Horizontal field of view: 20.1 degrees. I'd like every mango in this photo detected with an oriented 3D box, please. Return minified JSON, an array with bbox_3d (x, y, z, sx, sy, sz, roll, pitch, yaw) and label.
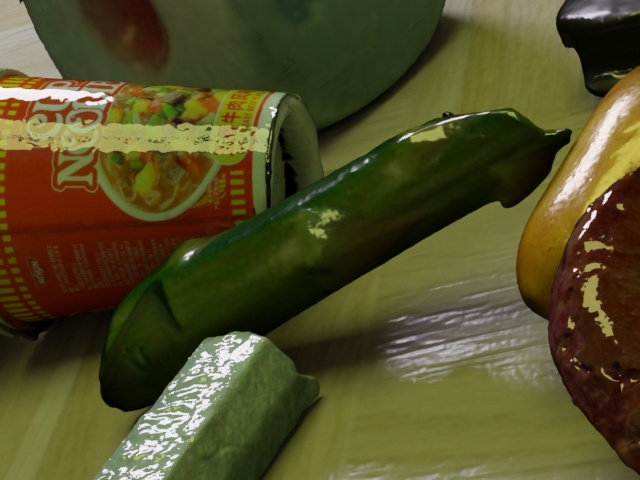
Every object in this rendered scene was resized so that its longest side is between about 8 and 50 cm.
[{"bbox_3d":[0.185,-0.027,1.036,0.112,0.145,0.219,39,59,18],"label":"mango"}]

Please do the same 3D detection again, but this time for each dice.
[{"bbox_3d":[-0.071,-0.242,1.455,0.268,0.265,0.262,9,41,45],"label":"dice"}]

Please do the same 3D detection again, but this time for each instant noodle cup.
[{"bbox_3d":[-0.114,-0.028,1.232,0.212,0.193,0.193,-2,33,16],"label":"instant noodle cup"}]

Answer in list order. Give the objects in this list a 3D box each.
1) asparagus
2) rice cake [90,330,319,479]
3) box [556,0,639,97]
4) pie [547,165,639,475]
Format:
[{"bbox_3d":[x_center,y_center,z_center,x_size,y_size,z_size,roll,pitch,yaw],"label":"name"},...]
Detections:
[{"bbox_3d":[0.001,0.001,1.100,0.343,0.082,0.085,-33,25,21],"label":"asparagus"},{"bbox_3d":[-0.077,0.129,1.032,0.063,0.069,0.206,-2,36,33],"label":"rice cake"},{"bbox_3d":[0.370,-0.230,1.306,0.350,0.091,0.359,-5,31,28],"label":"box"},{"bbox_3d":[0.218,0.040,0.902,0.204,0.054,0.219,30,57,10],"label":"pie"}]
